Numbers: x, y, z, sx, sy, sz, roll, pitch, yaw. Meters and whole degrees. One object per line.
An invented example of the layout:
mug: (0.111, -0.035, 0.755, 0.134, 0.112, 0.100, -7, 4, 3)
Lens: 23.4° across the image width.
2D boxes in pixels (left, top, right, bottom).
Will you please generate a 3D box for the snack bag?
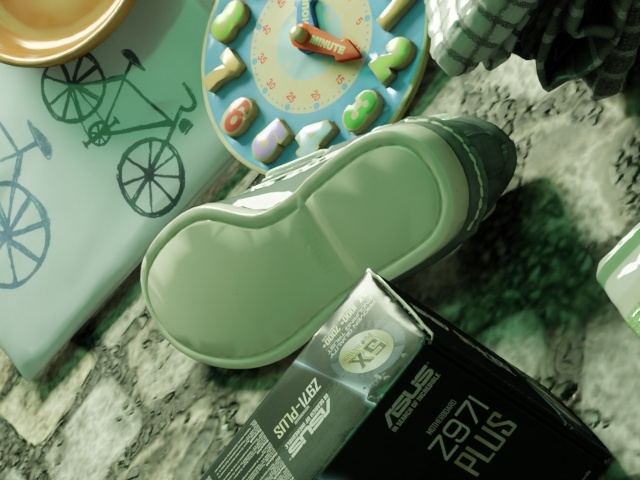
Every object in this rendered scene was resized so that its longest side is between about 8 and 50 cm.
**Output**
snack bag: (-0.220, -0.113, 1.279, 0.342, 0.037, 0.323, -46, 69, 13)

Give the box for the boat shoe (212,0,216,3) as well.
boat shoe: (-0.056, -0.187, 1.271, 0.137, 0.049, 0.043, -18, 7, 46)

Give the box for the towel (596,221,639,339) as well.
towel: (0.212, 0.022, 0.779, 0.113, 0.023, 0.152, -49, 36, 14)

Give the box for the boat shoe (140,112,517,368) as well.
boat shoe: (0.000, 0.000, 1.022, 0.099, 0.116, 0.319, -26, -1, -44)

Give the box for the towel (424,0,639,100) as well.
towel: (0.161, -0.247, 0.930, 0.235, 0.121, 0.284, -55, 27, 37)

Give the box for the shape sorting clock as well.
shape sorting clock: (-0.008, -0.145, 1.127, 0.206, 0.040, 0.206, -10, 72, 31)

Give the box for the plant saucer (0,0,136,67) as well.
plant saucer: (-0.217, -0.235, 1.250, 0.200, 0.037, 0.200, -3, 83, 25)

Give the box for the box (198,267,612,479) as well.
box: (0.033, 0.130, 0.792, 0.180, 0.147, 0.077, -51, 33, 6)
